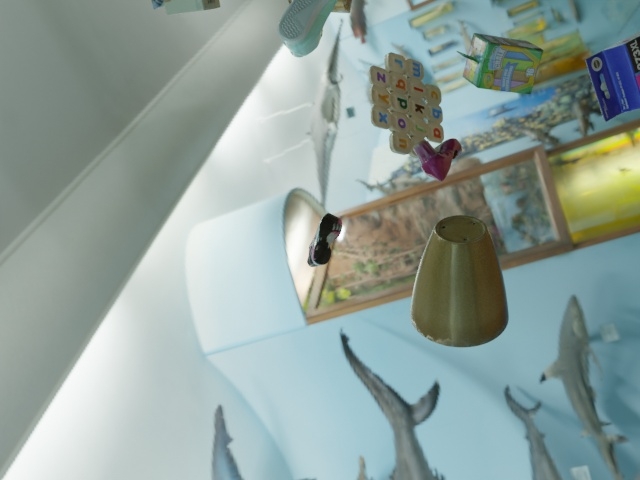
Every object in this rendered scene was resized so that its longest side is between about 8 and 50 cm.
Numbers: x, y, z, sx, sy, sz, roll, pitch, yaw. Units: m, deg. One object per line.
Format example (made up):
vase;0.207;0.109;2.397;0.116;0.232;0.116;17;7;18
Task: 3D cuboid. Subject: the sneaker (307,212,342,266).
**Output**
sneaker;0.000;0.000;2.022;0.072;0.077;0.178;35;-124;-15

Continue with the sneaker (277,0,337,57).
sneaker;-0.008;-0.538;1.608;0.094;0.255;0.151;35;178;7

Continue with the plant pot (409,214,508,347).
plant pot;0.325;0.076;1.652;0.237;0.237;0.254;-77;-16;-55

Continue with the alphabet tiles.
alphabet tiles;0.236;-0.368;1.938;0.278;0.021;0.283;6;-103;-38

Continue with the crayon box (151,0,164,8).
crayon box;-0.364;-0.720;1.610;0.083;0.203;0.322;-40;-64;-67

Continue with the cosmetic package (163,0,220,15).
cosmetic package;-0.286;-0.529;1.567;0.060;0.115;0.041;-36;-56;-50

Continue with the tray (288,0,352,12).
tray;0.034;-0.968;2.382;0.076;0.203;0.410;54;-134;-69

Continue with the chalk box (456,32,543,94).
chalk box;0.487;-0.498;1.983;0.132;0.213;0.132;-105;21;-61

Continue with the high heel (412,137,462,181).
high heel;0.334;-0.205;1.854;0.244;0.082;0.117;-5;-120;-60

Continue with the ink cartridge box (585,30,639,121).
ink cartridge box;0.864;-0.462;1.838;0.175;0.371;0.069;66;163;-13
